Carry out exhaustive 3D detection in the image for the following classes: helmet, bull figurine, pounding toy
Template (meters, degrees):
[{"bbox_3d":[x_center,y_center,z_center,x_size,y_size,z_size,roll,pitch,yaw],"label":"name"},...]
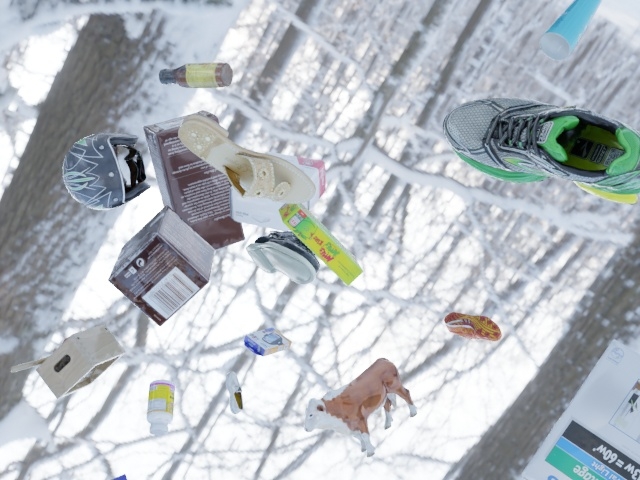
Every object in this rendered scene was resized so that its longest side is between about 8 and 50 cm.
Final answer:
[{"bbox_3d":[-0.436,-0.138,1.767,0.169,0.169,0.161,36,-146,17],"label":"helmet"},{"bbox_3d":[0.100,0.409,2.141,0.310,0.101,0.189,-31,-86,-36],"label":"bull figurine"},{"bbox_3d":[-0.472,0.225,1.645,0.100,0.141,0.130,51,-163,8],"label":"pounding toy"}]

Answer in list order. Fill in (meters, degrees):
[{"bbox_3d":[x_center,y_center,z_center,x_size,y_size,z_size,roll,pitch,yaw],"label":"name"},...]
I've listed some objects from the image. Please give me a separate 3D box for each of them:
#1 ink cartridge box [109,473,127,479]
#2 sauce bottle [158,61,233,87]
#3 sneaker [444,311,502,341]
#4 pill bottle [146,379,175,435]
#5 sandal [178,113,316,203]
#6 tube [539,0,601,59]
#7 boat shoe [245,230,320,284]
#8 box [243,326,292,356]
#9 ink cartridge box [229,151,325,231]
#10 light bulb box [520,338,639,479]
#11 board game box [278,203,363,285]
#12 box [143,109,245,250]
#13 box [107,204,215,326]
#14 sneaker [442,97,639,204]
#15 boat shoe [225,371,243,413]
[{"bbox_3d":[-0.361,0.631,1.592,0.175,0.069,0.371,-15,-96,-45],"label":"ink cartridge box"},{"bbox_3d":[-0.203,-0.267,1.418,0.128,0.042,0.042,5,-171,25],"label":"sauce bottle"},{"bbox_3d":[0.411,0.235,2.331,0.175,0.064,0.067,15,148,45],"label":"sneaker"},{"bbox_3d":[-0.259,0.271,1.420,0.043,0.043,0.083,19,-128,-29],"label":"pill bottle"},{"bbox_3d":[-0.121,-0.100,1.364,0.240,0.088,0.079,31,-139,-17],"label":"sandal"},{"bbox_3d":[0.421,-0.372,1.408,0.052,0.080,0.207,39,-116,0],"label":"tube"},{"bbox_3d":[-0.072,0.026,2.171,0.127,0.113,0.340,54,161,-14],"label":"boat shoe"},{"bbox_3d":[-0.152,0.285,2.462,0.081,0.028,0.136,33,-158,29],"label":"box"},{"bbox_3d":[-0.098,-0.119,2.075,0.158,0.092,0.218,11,-146,19],"label":"ink cartridge box"},{"bbox_3d":[0.649,0.467,1.936,0.225,0.361,0.358,33,170,29],"label":"light bulb box"},{"bbox_3d":[0.000,0.000,1.683,0.181,0.043,0.092,45,-174,-17],"label":"board game box"},{"bbox_3d":[-0.356,-0.160,2.495,0.191,0.382,0.143,-19,-157,-21],"label":"box"},{"bbox_3d":[-0.365,0.056,2.042,0.167,0.168,0.203,44,-168,-17],"label":"box"},{"bbox_3d":[0.328,-0.155,1.280,0.343,0.134,0.146,15,175,36],"label":"sneaker"},{"bbox_3d":[-0.195,0.350,2.035,0.035,0.035,0.100,13,-121,-39],"label":"boat shoe"}]
